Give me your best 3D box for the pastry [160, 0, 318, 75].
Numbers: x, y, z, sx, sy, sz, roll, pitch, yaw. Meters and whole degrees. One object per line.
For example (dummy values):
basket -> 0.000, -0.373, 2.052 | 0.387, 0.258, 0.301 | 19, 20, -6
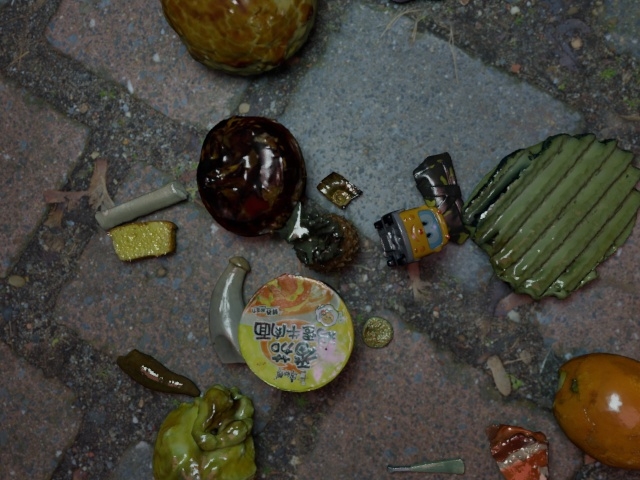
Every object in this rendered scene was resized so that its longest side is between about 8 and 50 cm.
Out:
pastry -> -0.189, -0.578, 0.948 | 0.389, 0.312, 0.388 | 1, 106, 4

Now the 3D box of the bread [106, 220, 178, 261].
bread -> -0.474, 0.000, 1.122 | 0.188, 0.065, 0.103 | -11, 90, 5

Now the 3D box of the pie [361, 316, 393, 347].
pie -> 0.146, 0.237, 1.070 | 0.084, 0.021, 0.084 | 0, 87, 4

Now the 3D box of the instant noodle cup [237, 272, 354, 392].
instant noodle cup -> -0.042, 0.204, 1.001 | 0.265, 0.200, 0.264 | 0, 90, 8

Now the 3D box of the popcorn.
popcorn -> -0.264, 0.499, 1.015 | 0.277, 0.225, 0.276 | 0, 94, 5

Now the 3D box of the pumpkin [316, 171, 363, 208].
pumpkin -> 0.049, -0.129, 1.077 | 0.101, 0.035, 0.073 | 41, 83, 8

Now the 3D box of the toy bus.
toy bus -> 0.215, -0.014, 0.974 | 0.136, 0.209, 0.126 | -18, 87, -4

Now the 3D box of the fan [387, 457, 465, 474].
fan -> 0.267, 0.576, 1.058 | 0.193, 0.016, 0.038 | -5, 87, 6

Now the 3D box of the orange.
orange -> 0.633, 0.363, 0.904 | 0.240, 0.240, 0.239 | 0, 90, 7

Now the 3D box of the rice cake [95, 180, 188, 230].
rice cake -> -0.484, -0.095, 1.129 | 0.256, 0.052, 0.057 | -20, 91, 6

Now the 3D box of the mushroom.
mushroom -> -0.233, 0.178, 1.077 | 0.118, 0.103, 0.270 | -7, 84, 7

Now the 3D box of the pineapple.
pineapple -> 0.000, 0.000, 0.930 | 0.169, 0.340, 0.169 | -1, 86, 8

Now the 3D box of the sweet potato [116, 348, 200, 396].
sweet potato -> -0.438, 0.362, 1.112 | 0.244, 0.077, 0.077 | 26, 93, 7

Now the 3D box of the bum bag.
bum bag -> 0.306, -0.100, 1.031 | 0.107, 0.060, 0.232 | -18, 88, 5

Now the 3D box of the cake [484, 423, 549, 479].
cake -> 0.510, 0.570, 0.987 | 0.135, 0.098, 0.287 | -26, 87, 6

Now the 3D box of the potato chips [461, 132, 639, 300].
potato chips -> 0.556, -0.070, 0.978 | 0.358, 0.070, 0.429 | 42, 90, -2

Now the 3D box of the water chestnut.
water chestnut -> -0.172, -0.153, 0.984 | 0.300, 0.300, 0.299 | 0, 90, 7
